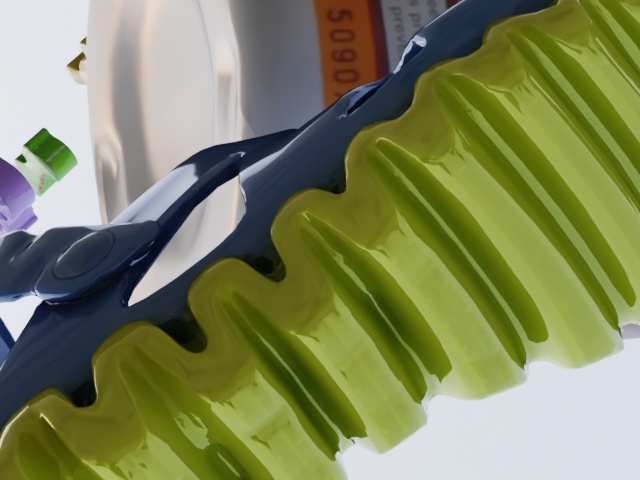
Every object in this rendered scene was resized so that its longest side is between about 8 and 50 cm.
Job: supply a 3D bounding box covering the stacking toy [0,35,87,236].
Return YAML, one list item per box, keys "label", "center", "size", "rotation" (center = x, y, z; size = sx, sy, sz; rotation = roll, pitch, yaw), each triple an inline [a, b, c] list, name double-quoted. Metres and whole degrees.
- label: "stacking toy"
  center: [-0.168, -0.007, 0.886]
  size: [0.167, 0.052, 0.221]
  rotation: [-47, -176, -26]

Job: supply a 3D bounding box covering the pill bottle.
- label: "pill bottle"
  center: [0.113, -0.065, 0.777]
  size: [0.392, 0.224, 0.224]
  rotation: [-4, -151, -23]

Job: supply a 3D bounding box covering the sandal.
- label: "sandal"
  center: [0.000, 0.000, 0.527]
  size: [0.317, 0.126, 0.138]
  rotation: [-33, -144, -8]
